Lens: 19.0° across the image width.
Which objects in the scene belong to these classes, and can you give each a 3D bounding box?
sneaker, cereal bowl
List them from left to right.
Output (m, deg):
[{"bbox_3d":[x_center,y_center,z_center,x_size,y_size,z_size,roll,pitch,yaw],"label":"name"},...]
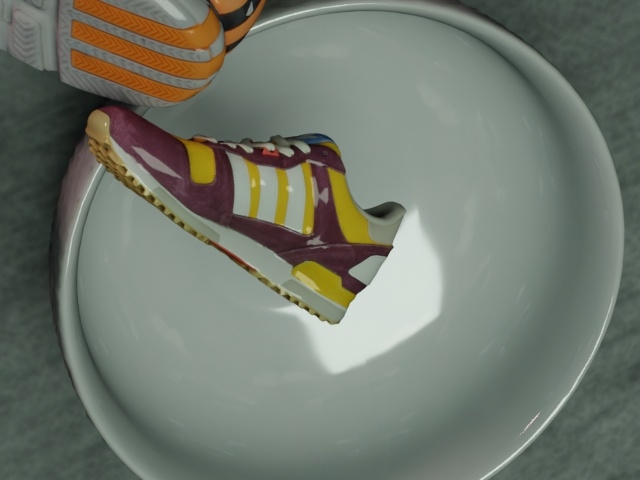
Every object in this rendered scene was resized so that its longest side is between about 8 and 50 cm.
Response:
[{"bbox_3d":[-0.169,-0.196,1.023,0.321,0.180,0.124,24,142,3],"label":"sneaker"},{"bbox_3d":[-0.038,-0.034,1.005,0.185,0.069,0.084,36,89,-33],"label":"sneaker"},{"bbox_3d":[0.000,0.000,1.141,0.339,0.141,0.339,-6,113,-16],"label":"cereal bowl"}]
